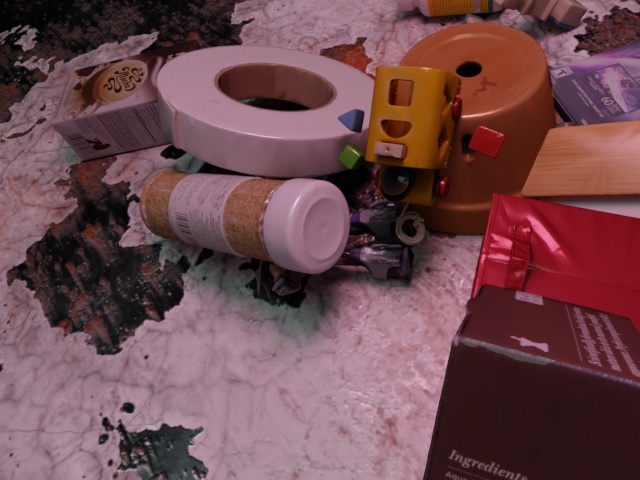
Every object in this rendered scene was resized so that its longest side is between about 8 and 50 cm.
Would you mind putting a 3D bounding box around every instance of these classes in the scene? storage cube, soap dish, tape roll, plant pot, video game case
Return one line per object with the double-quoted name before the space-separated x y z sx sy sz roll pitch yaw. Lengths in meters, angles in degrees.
"storage cube" 0.270 0.085 0.590 0.193 0.215 0.184 12 61 16
"soap dish" 0.418 -0.083 0.616 0.290 0.229 0.118 1 95 35
"tape roll" -0.080 -0.236 0.880 0.392 0.072 0.392 6 39 -5
"plant pot" 0.226 -0.185 0.782 0.290 0.203 0.291 -7 55 11
"video game case" 0.536 -0.254 0.850 0.274 0.026 0.196 -18 55 5

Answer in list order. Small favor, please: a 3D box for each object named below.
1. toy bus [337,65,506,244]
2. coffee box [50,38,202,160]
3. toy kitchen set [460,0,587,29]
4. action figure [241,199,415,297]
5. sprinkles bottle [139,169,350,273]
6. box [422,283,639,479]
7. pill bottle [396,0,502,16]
"toy bus" 0.105 -0.117 0.637 0.191 0.104 0.202 -40 76 29
"coffee box" -0.378 -0.291 1.072 0.297 0.119 0.168 -10 55 9
"toy kitchen set" 0.357 -0.416 0.986 0.207 0.166 0.122 -1 49 -30
"action figure" 0.000 0.000 0.790 0.285 0.099 0.185 -3 66 19
"sprinkles bottle" -0.127 -0.039 0.759 0.355 0.121 0.121 10 59 41
"box" 0.148 0.245 0.414 0.143 0.191 0.381 11 100 21
"pill bottle" 0.264 -0.521 1.044 0.208 0.117 0.118 5 59 21
